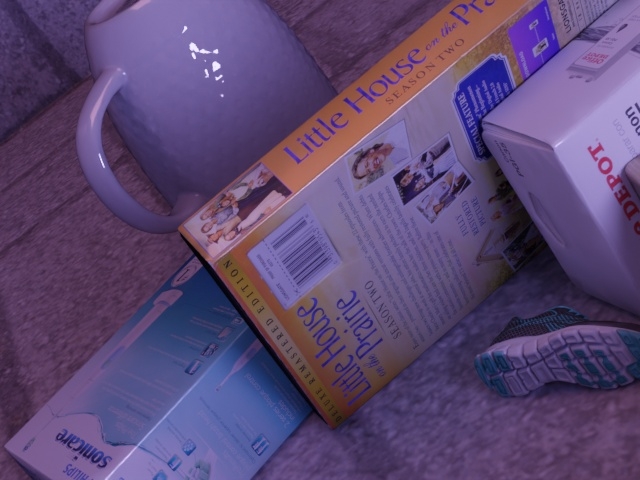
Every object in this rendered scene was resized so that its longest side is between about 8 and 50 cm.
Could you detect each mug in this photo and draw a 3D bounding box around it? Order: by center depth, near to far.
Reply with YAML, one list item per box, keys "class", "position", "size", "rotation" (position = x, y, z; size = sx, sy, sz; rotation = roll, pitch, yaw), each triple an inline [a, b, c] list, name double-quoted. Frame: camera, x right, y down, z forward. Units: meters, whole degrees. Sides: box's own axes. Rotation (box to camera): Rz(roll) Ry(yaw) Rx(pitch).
- class: "mug"
  position: [-0.171, -0.172, 1.632]
  size: [0.276, 0.328, 0.374]
  rotation: [-9, 37, 45]

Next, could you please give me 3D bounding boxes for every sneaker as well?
- class: "sneaker"
  position: [0.207, 0.081, 1.038]
  size: [0.166, 0.065, 0.076]
  rotation: [-10, 32, 41]

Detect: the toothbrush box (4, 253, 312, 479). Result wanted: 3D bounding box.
- class: "toothbrush box"
  position: [-0.143, 0.164, 1.257]
  size: [0.295, 0.126, 0.216]
  rotation: [-46, 28, -22]

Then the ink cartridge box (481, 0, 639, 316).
- class: "ink cartridge box"
  position: [0.307, -0.099, 1.045]
  size: [0.283, 0.207, 0.117]
  rotation: [-41, 27, -8]

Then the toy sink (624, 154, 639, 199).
- class: "toy sink"
  position: [0.342, 0.009, 0.881]
  size: [0.131, 0.153, 0.234]
  rotation: [-33, 24, 5]

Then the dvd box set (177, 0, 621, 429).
- class: "dvd box set"
  position: [0.106, -0.046, 1.106]
  size: [0.420, 0.308, 0.062]
  rotation: [-40, 51, -7]
